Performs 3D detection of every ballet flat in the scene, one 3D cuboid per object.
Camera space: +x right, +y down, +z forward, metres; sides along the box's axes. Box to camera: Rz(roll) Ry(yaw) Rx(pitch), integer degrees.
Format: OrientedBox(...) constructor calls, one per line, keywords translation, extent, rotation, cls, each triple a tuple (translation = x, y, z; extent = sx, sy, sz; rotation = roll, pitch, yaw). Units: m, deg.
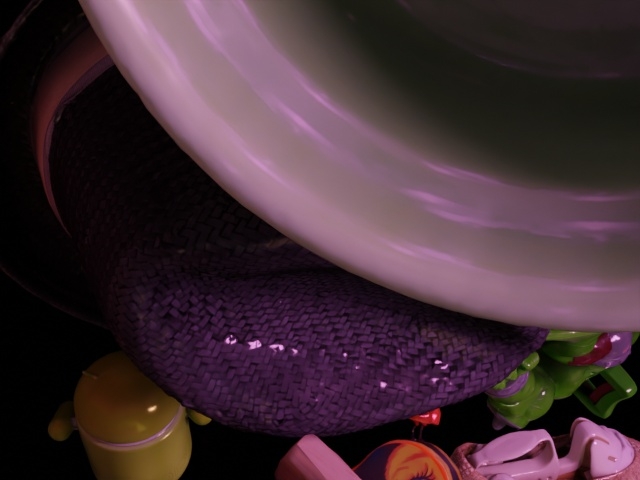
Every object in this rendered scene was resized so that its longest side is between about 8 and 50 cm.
OrientedBox(translation=(0.194, 0.181, 0.822), extent=(0.206, 0.073, 0.067), rotation=(-8, 122, -17), cls="ballet flat")

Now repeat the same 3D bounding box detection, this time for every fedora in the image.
OrientedBox(translation=(0.000, 0.000, 0.498), extent=(0.334, 0.152, 0.334), rotation=(-10, 137, -10), cls="fedora")

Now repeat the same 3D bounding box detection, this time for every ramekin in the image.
OrientedBox(translation=(0.080, -0.140, 0.293), extent=(0.303, 0.148, 0.303), rotation=(8, 119, 15), cls="ramekin")

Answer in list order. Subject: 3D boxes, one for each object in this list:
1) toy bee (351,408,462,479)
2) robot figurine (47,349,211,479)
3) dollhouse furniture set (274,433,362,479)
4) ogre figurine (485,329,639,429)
OrientedBox(translation=(0.043, 0.201, 0.751), extent=(0.298, 0.162, 0.195), rotation=(0, 167, -3), cls="toy bee")
OrientedBox(translation=(-0.117, 0.115, 0.637), extent=(0.101, 0.067, 0.115), rotation=(-5, 136, -4), cls="robot figurine")
OrientedBox(translation=(-0.068, 0.351, 0.539), extent=(0.362, 0.256, 0.394), rotation=(-42, 170, -21), cls="dollhouse furniture set")
OrientedBox(translation=(0.167, 0.058, 0.654), extent=(0.197, 0.096, 0.118), rotation=(-50, 159, -34), cls="ogre figurine")
